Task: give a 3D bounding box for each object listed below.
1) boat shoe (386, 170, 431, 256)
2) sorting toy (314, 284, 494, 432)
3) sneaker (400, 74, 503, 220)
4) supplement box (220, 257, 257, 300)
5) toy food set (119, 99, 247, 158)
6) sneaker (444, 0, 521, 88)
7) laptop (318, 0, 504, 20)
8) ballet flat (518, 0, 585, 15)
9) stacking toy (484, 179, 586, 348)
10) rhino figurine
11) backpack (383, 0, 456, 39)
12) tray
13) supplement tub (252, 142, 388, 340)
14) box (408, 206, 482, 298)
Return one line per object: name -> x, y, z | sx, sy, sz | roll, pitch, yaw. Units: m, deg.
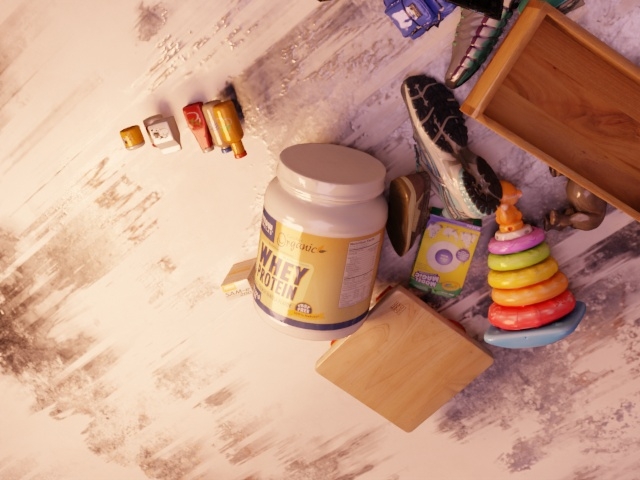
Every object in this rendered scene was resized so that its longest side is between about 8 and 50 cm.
boat shoe -> 0.168, -0.047, 1.495 | 0.073, 0.080, 0.223 | -23, 150, -12
sorting toy -> 0.167, 0.227, 1.642 | 0.255, 0.089, 0.257 | 36, 116, -15
sneaker -> 0.204, -0.156, 1.454 | 0.122, 0.110, 0.283 | -23, 96, 52
supplement box -> -0.157, 0.077, 1.638 | 0.062, 0.098, 0.036 | -16, 111, 18
toy food set -> -0.248, -0.191, 1.520 | 0.232, 0.111, 0.104 | -13, 112, 14
sneaker -> 0.258, -0.370, 1.371 | 0.098, 0.083, 0.223 | 38, 112, 14
laptop -> 0.153, -0.466, 1.286 | 0.264, 0.136, 0.234 | 14, 75, -17
ballet flat -> 0.420, -0.424, 1.304 | 0.221, 0.079, 0.077 | -45, 57, 24
stacking toy -> 0.367, 0.032, 1.502 | 0.175, 0.166, 0.302 | -12, 101, 30
rhino figurine -> 0.465, -0.123, 1.437 | 0.106, 0.073, 0.243 | 1, 113, 0
backpack -> 0.174, -0.395, 1.336 | 0.098, 0.101, 0.120 | 45, 138, -17
tray -> 0.455, -0.195, 1.333 | 0.411, 0.076, 0.203 | 28, 103, -17
supplement tub -> 0.000, 0.000, 1.498 | 0.228, 0.228, 0.316 | 11, 117, 5
box -> 0.238, 0.032, 1.573 | 0.105, 0.043, 0.179 | 15, 118, 4
